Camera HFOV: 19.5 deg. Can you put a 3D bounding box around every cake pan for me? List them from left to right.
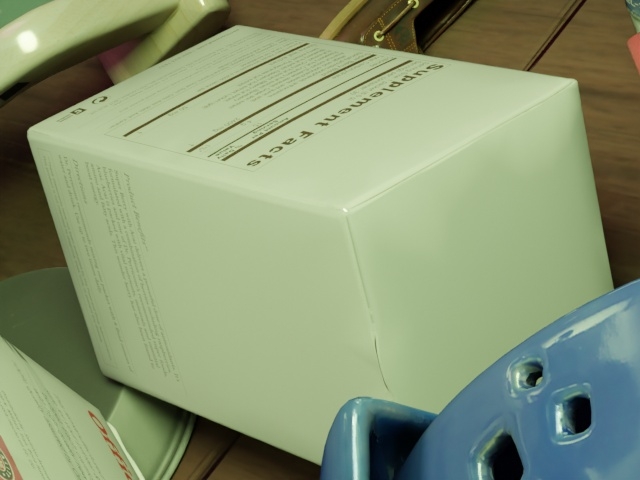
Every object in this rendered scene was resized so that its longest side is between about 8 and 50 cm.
[{"bbox_3d":[-0.216,0.130,1.240,0.293,0.054,0.293,-22,38,19],"label":"cake pan"}]

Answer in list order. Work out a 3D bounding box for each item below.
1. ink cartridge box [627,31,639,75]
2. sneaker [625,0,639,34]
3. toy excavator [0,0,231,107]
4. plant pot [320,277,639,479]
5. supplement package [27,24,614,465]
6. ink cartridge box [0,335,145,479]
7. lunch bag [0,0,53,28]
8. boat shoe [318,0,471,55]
[{"bbox_3d":[0.243,-0.004,0.895,0.092,0.158,0.218,-30,45,16],"label":"ink cartridge box"},{"bbox_3d":[0.290,-0.226,1.162,0.112,0.131,0.296,8,53,47],"label":"sneaker"},{"bbox_3d":[-0.310,-0.073,1.361,0.445,0.222,0.433,-32,-5,19],"label":"toy excavator"},{"bbox_3d":[0.133,0.162,0.723,0.212,0.236,0.236,-19,64,36],"label":"plant pot"},{"bbox_3d":[0.000,0.000,1.068,0.175,0.177,0.293,-30,29,-32],"label":"supplement package"},{"bbox_3d":[-0.183,0.140,0.969,0.117,0.283,0.207,-38,55,2],"label":"ink cartridge box"},{"bbox_3d":[-0.330,-0.296,1.730,0.223,0.160,0.262,-39,41,-3],"label":"lunch bag"},{"bbox_3d":[0.048,-0.144,1.319,0.073,0.073,0.207,34,77,11],"label":"boat shoe"}]
